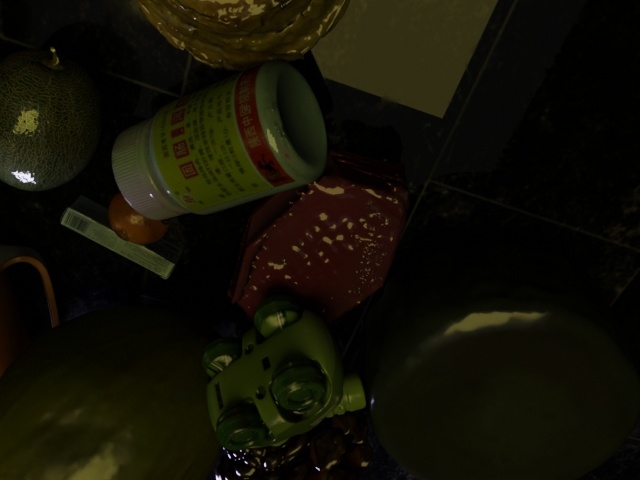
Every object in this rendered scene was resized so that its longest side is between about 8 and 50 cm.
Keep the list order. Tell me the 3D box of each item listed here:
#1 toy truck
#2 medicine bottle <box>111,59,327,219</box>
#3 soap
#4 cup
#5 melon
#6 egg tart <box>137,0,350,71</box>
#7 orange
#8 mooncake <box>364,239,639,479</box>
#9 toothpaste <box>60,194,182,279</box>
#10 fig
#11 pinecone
[{"bbox_3d":[-0.049,0.192,0.756,0.187,0.148,0.210,-26,139,2],"label":"toy truck"},{"bbox_3d":[-0.115,-0.107,0.674,0.225,0.139,0.139,-14,121,26],"label":"medicine bottle"},{"bbox_3d":[0.000,0.000,0.767,0.289,0.112,0.182,-39,118,24],"label":"soap"},{"bbox_3d":[-0.502,0.122,0.864,0.226,0.182,0.264,-21,132,-19],"label":"cup"},{"bbox_3d":[-0.327,-0.142,0.681,0.139,0.139,0.192,27,125,-12],"label":"melon"},{"bbox_3d":[-0.087,-0.305,0.575,0.295,0.116,0.295,3,123,5],"label":"egg tart"},{"bbox_3d":[-0.240,-0.035,0.778,0.083,0.083,0.083,2,122,3],"label":"orange"},{"bbox_3d":[0.236,0.172,0.811,0.356,0.194,0.356,2,119,4],"label":"mooncake"},{"bbox_3d":[-0.276,-0.005,0.819,0.164,0.046,0.034,30,118,-14],"label":"toothpaste"},{"bbox_3d":[-0.287,0.242,0.831,0.343,0.343,0.343,2,122,3],"label":"fig"},{"bbox_3d":[-0.031,0.340,0.911,0.244,0.244,0.309,-24,135,18],"label":"pinecone"}]
